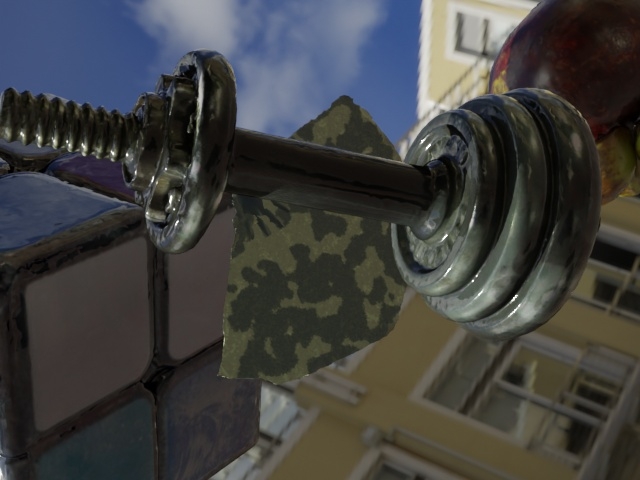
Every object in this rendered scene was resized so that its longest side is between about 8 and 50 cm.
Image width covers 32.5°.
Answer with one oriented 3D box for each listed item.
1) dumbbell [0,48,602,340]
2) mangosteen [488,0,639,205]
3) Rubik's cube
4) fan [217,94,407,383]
[{"bbox_3d":[0.001,-0.024,0.439,0.255,0.110,0.110,9,-76,-22],"label":"dumbbell"},{"bbox_3d":[0.208,-0.094,0.788,0.156,0.181,0.146,-46,2,4],"label":"mangosteen"},{"bbox_3d":[-0.256,0.074,0.997,0.313,0.316,0.318,-27,-50,-48],"label":"Rubik's cube"},{"bbox_3d":[0.000,0.000,0.694,0.009,0.131,0.240,-52,11,52],"label":"fan"}]
